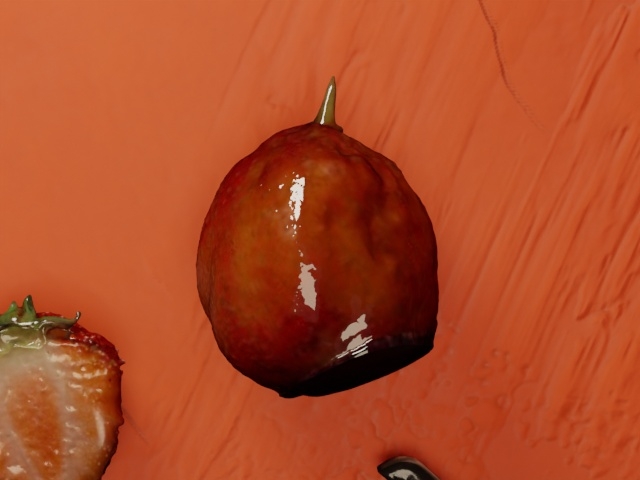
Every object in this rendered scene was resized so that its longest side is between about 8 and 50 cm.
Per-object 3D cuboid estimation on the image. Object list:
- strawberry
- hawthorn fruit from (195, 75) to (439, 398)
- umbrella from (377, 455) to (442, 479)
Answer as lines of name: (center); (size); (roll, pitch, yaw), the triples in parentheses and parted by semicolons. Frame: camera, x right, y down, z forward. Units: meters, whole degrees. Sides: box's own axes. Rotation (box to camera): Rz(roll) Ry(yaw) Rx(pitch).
strawberry: (-0.219, 0.133, 1.306); (0.146, 0.082, 0.187); (-11, 106, 1)
hawthorn fruit: (0.000, 0.000, 1.256); (0.189, 0.189, 0.251); (0, 95, -6)
umbrella: (0.148, 0.262, 1.371); (0.071, 0.071, 0.248); (-44, 102, 2)
